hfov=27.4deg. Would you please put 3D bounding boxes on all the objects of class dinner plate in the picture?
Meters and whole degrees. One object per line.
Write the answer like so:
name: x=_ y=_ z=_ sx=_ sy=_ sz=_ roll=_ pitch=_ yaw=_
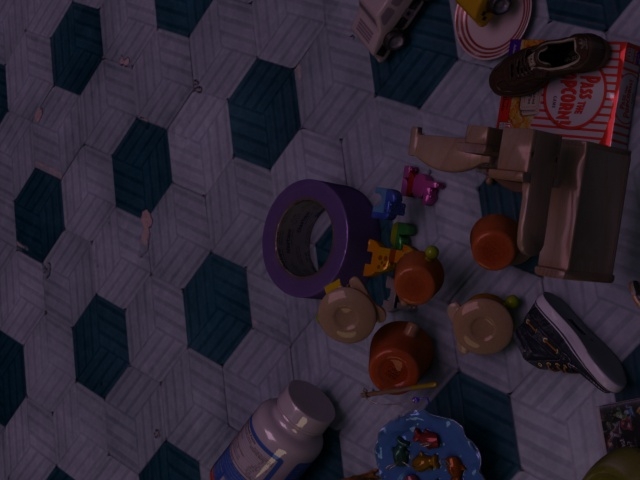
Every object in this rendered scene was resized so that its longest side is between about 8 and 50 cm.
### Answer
dinner plate: x=0.256 y=-0.334 z=1.935 sx=0.141 sy=0.017 sz=0.141 roll=-7 pitch=79 yaw=42

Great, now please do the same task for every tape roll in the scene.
tape roll: x=0.000 y=0.000 z=2.090 sx=0.189 sy=0.080 sz=0.189 roll=-6 pitch=81 yaw=42

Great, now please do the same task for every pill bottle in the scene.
pill bottle: x=-0.072 y=0.330 z=2.084 sx=0.221 sy=0.124 sz=0.124 roll=-53 pitch=53 yaw=24

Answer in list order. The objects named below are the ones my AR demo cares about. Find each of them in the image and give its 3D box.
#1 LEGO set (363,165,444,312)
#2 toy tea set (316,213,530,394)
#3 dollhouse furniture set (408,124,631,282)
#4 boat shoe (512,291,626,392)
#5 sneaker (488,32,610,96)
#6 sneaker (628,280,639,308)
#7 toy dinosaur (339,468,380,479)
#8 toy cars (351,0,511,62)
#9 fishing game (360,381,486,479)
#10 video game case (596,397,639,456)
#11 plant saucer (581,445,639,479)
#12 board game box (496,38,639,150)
LEGO set: x=0.128 y=0.001 z=1.964 sx=0.093 sy=0.087 sz=0.227 roll=10 pitch=93 yaw=44
toy tea set: x=0.170 y=0.087 z=1.901 sx=0.336 sy=0.124 sz=0.200 roll=-27 pitch=100 yaw=19
dollhouse furniture set: x=0.212 y=-0.056 z=1.744 sx=0.355 sy=0.303 sz=0.174 roll=9 pitch=92 yaw=44
boat shoe: x=0.334 y=0.158 z=1.769 sx=0.083 sy=0.065 sz=0.183 roll=-57 pitch=44 yaw=24
sneaker: x=0.296 y=-0.246 z=1.784 sx=0.188 sy=0.071 sz=0.066 roll=-16 pitch=74 yaw=40
sneaker: x=0.433 y=0.083 z=1.708 sx=0.037 sy=0.032 sz=0.083 roll=-36 pitch=65 yaw=19
toy dinosaur: x=0.038 y=0.376 z=1.981 sx=0.211 sy=0.112 sz=0.064 roll=7 pitch=91 yaw=46
toy cars: x=0.173 y=-0.393 z=1.955 sx=0.394 sy=0.087 sz=0.176 roll=-13 pitch=71 yaw=46
fishing game: x=0.152 y=0.331 z=1.870 sx=0.189 sy=0.041 sz=0.264 roll=-8 pitch=101 yaw=38
video game case: x=0.444 y=0.291 z=1.673 sx=0.173 sy=0.022 sz=0.190 roll=-19 pitch=73 yaw=40
plant saucer: x=0.369 y=0.378 z=1.645 sx=0.241 sy=0.037 sz=0.241 roll=-173 pitch=90 yaw=-71
board game box: x=0.341 y=-0.202 z=1.818 sx=0.193 sy=0.045 sz=0.147 roll=9 pitch=91 yaw=43
